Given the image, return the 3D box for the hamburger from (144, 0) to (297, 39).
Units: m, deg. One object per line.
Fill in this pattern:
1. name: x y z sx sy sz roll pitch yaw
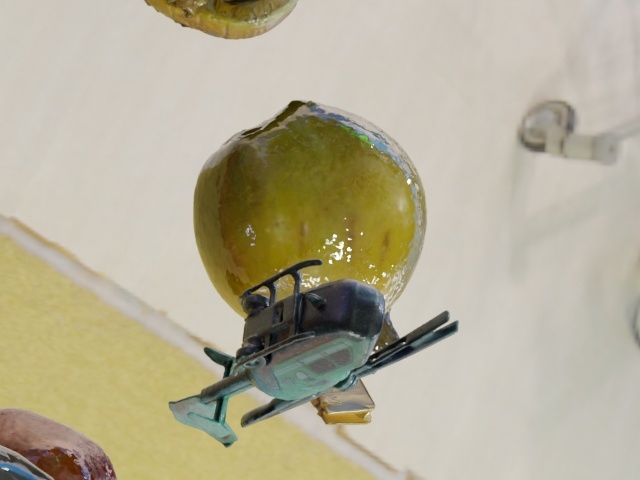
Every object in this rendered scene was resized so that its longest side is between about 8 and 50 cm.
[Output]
1. hamburger: -0.082 -0.287 1.340 0.191 0.118 0.182 6 60 -15

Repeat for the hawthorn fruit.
1. hawthorn fruit: -0.289 0.214 1.273 0.163 0.203 0.163 -52 164 -22

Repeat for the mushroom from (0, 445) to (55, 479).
1. mushroom: -0.204 0.224 0.903 0.226 0.178 0.226 40 26 -25

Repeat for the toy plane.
1. toy plane: -0.023 0.079 0.936 0.096 0.235 0.060 33 45 -33

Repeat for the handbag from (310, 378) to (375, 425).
1. handbag: 0.018 0.165 1.521 0.061 0.083 0.027 1 121 -22

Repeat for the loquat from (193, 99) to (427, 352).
1. loquat: 0.000 0.000 1.269 0.213 0.213 0.246 -38 103 -35
